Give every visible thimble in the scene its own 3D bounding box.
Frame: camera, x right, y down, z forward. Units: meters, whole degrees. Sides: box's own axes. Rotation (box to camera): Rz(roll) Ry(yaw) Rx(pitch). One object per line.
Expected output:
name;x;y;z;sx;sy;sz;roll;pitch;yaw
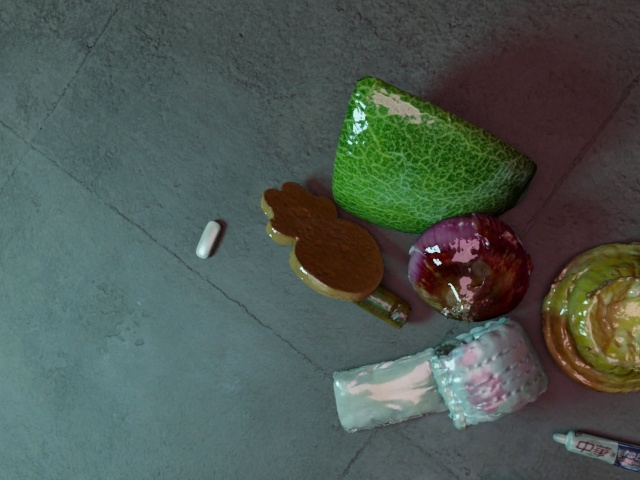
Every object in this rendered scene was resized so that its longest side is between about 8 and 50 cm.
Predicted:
thimble;0.294;0.238;1.158;0.185;0.211;0.149;-33;79;54

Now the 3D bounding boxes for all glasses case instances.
glasses case;-0.237;-0.001;1.369;0.032;0.021;0.083;24;94;11

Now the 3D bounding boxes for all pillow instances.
pillow;0.138;0.297;1.271;0.229;0.051;0.128;-17;91;11

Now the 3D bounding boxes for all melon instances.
melon;0.216;-0.141;1.192;0.343;0.226;0.331;20;132;12

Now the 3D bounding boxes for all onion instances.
onion;0.266;0.068;1.163;0.230;0.163;0.230;9;123;13

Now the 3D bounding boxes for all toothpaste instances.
toothpaste;0.549;0.394;1.190;0.233;0.038;0.060;13;94;9

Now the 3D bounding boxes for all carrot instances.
carrot;0.067;0.082;1.283;0.260;0.070;0.070;34;96;9

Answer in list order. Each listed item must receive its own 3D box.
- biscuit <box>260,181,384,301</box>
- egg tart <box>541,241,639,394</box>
biscuit;0.000;0.001;1.247;0.289;0.202;0.044;42;135;15
egg tart;0.550;0.144;1.157;0.290;0.115;0.290;0;91;11
